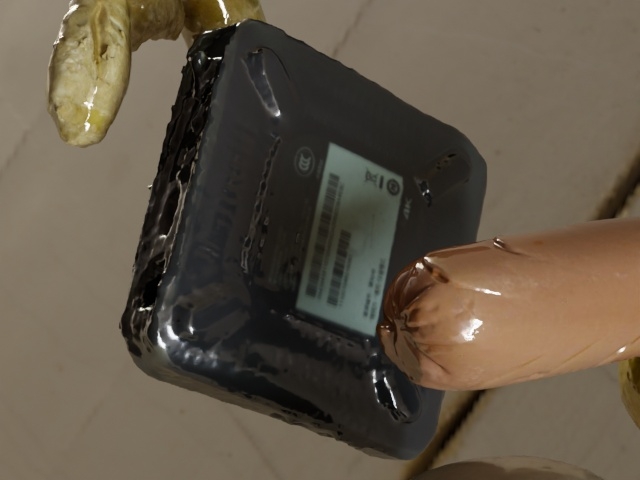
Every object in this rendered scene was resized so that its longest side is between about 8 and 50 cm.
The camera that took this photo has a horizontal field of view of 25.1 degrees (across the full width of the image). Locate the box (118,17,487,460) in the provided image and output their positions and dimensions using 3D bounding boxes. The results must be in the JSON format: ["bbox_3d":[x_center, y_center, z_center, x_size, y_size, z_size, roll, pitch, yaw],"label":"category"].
[{"bbox_3d":[0.000,0.000,1.357,0.091,0.350,0.359,-13,-120,53],"label":"box"}]

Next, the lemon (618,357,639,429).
[{"bbox_3d":[0.361,0.110,1.327,0.170,0.170,0.207,-10,-148,48],"label":"lemon"}]

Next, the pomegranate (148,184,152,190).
[{"bbox_3d":[-0.114,-0.066,1.639,0.122,0.161,0.122,2,90,-89],"label":"pomegranate"}]

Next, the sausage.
[{"bbox_3d":[0.188,0.049,1.164,0.121,0.304,0.121,24,-62,58],"label":"sausage"}]

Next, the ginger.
[{"bbox_3d":[-0.193,-0.294,1.478,0.122,0.363,0.348,-10,-81,41],"label":"ginger"}]

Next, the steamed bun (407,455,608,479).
[{"bbox_3d":[0.109,0.334,1.071,0.374,0.241,0.374,-38,-142,37],"label":"steamed bun"}]
